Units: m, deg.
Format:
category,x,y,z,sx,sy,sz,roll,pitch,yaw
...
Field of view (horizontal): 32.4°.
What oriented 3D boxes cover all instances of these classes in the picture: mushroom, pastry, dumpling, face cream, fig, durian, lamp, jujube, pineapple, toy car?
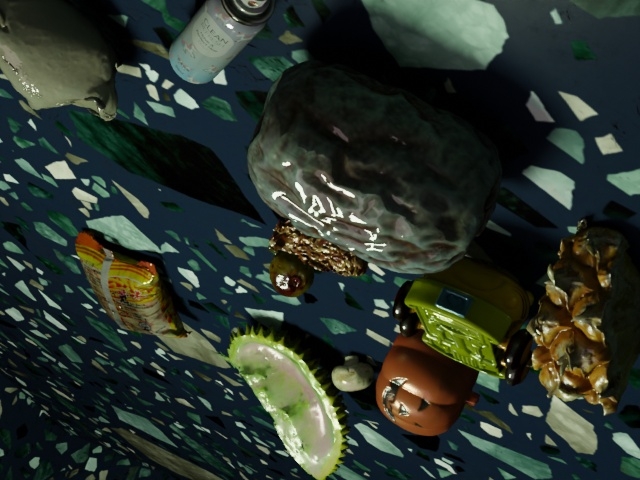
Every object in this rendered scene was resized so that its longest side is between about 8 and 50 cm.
category,x,y,z,sx,sy,sz,roll,pitch,yaw
mushroom,0.062,0.258,2.128,0.083,0.067,0.083,-5,167,-1
pastry,0.001,-0.001,1.707,0.169,0.087,0.063,22,120,19
dumpling,-0.392,-0.291,1.569,0.293,0.163,0.204,44,-173,-27
face cream,-0.119,-0.265,1.357,0.075,0.075,0.229,37,154,-12
fig,-0.053,0.050,1.886,0.084,0.082,0.098,27,-161,-24
durian,-0.053,0.306,2.197,0.352,0.169,0.158,53,176,6
lamp,0.184,0.227,1.797,0.164,0.188,0.188,23,154,18
jujube,0.062,-0.085,1.337,0.317,0.226,0.226,25,155,3
pineapple,0.354,0.092,1.394,0.114,0.236,0.186,17,-169,38
toy car,0.220,0.097,1.561,0.200,0.142,0.248,24,164,18

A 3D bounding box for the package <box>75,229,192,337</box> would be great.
category,x,y,z,sx,sy,sz,roll,pitch,yaw
package,-0.403,0.115,2.355,0.223,0.108,0.288,15,148,28
